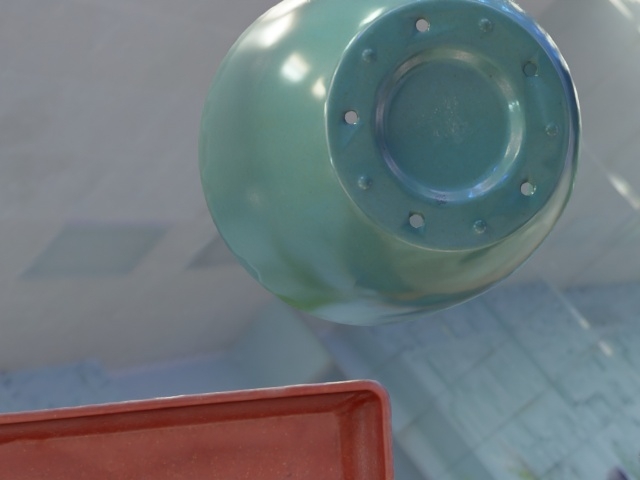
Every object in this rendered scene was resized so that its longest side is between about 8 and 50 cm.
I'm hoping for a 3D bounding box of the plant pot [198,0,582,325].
[{"bbox_3d":[0.065,-0.078,1.204,0.293,0.293,0.235,-36,5,-11],"label":"plant pot"}]

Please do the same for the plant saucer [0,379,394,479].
[{"bbox_3d":[-0.086,0.207,0.840,0.259,0.259,0.048,-5,7,-8],"label":"plant saucer"}]
